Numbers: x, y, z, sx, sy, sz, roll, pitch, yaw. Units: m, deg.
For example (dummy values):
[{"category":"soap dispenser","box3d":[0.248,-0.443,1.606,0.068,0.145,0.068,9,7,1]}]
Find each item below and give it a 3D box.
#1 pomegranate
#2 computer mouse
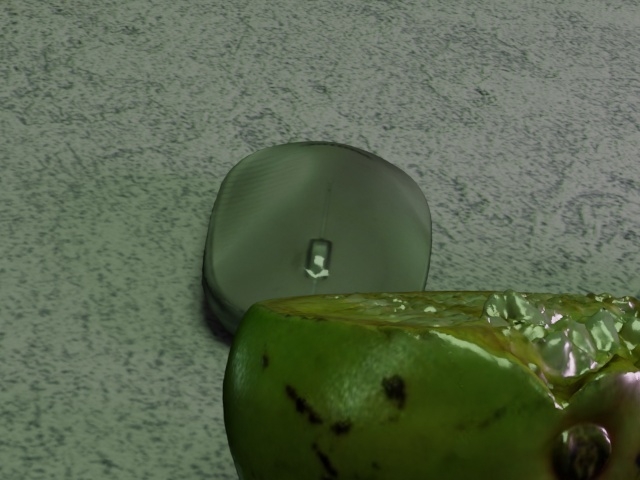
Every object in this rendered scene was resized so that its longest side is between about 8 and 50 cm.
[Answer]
[{"category":"pomegranate","box3d":[0.073,0.139,1.127,0.310,0.216,0.358,-4,1,-28]},{"category":"computer mouse","box3d":[0.001,-0.006,1.487,0.197,0.095,0.331,7,27,0]}]
